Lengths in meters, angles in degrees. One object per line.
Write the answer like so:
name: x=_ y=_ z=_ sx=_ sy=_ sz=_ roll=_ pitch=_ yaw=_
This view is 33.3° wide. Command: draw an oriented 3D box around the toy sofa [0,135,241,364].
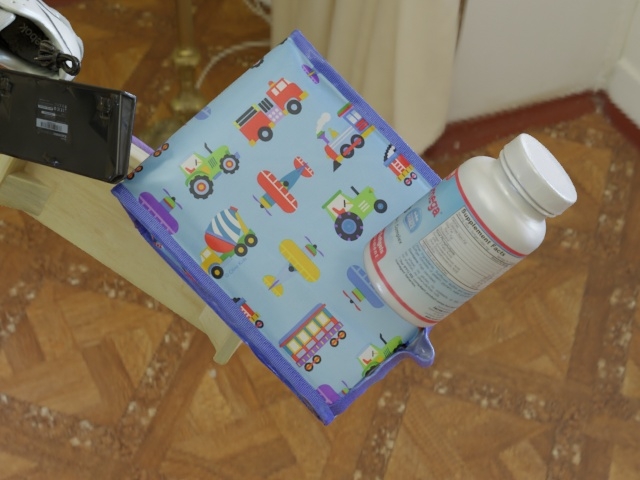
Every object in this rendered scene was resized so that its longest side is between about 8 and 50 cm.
toy sofa: x=-0.197 y=-0.028 z=1.274 sx=0.362 sy=0.150 sz=0.177 roll=34 pitch=18 yaw=3

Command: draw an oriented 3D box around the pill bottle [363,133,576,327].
pill bottle: x=0.116 y=-0.009 z=0.837 sx=0.087 sy=0.160 sz=0.087 roll=37 pitch=28 yaw=-24

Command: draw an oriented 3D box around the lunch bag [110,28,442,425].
lunch bag: x=0.000 y=0.000 z=0.960 sx=0.221 sy=0.138 sz=0.293 roll=-43 pitch=77 yaw=-10

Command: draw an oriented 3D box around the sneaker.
sneaker: x=-0.457 y=-0.323 z=1.429 sx=0.330 sy=0.122 sz=0.146 roll=34 pitch=11 yaw=-22

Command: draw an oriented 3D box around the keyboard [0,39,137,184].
keyboard: x=-0.224 y=-0.116 z=0.927 sx=0.180 sy=0.108 sz=0.023 roll=15 pitch=16 yaw=36
